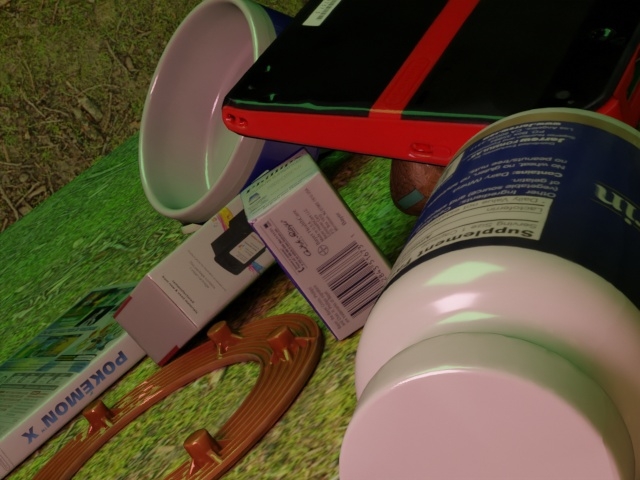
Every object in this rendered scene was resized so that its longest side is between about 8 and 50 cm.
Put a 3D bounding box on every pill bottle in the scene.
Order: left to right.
[{"bbox_3d":[0.103,0.049,0.710,0.153,0.153,0.265,-27,16,29],"label":"pill bottle"}]

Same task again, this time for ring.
[{"bbox_3d":[-0.144,0.158,1.176,0.336,0.032,0.336,-32,14,9],"label":"ring"}]

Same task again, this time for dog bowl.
[{"bbox_3d":[-0.103,-0.144,1.644,0.265,0.104,0.265,-26,57,49],"label":"dog bowl"}]

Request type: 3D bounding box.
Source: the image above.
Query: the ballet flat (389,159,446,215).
[{"bbox_3d":[0.157,-0.131,1.339,0.342,0.116,0.124,-53,3,-42],"label":"ballet flat"}]

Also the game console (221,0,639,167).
[{"bbox_3d":[0.140,-0.188,1.267,0.342,0.060,0.386,6,39,27],"label":"game console"}]

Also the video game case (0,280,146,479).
[{"bbox_3d":[-0.294,0.146,1.563,0.300,0.036,0.329,-41,14,-25],"label":"video game case"}]

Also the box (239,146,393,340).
[{"bbox_3d":[0.000,0.000,1.173,0.072,0.126,0.137,-36,13,3],"label":"box"}]

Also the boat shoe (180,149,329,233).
[{"bbox_3d":[-0.066,-0.120,1.803,0.305,0.091,0.109,-34,14,1],"label":"boat shoe"}]

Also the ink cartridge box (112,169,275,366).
[{"bbox_3d":[-0.103,0.027,1.376,0.175,0.072,0.127,-43,0,-32],"label":"ink cartridge box"}]
